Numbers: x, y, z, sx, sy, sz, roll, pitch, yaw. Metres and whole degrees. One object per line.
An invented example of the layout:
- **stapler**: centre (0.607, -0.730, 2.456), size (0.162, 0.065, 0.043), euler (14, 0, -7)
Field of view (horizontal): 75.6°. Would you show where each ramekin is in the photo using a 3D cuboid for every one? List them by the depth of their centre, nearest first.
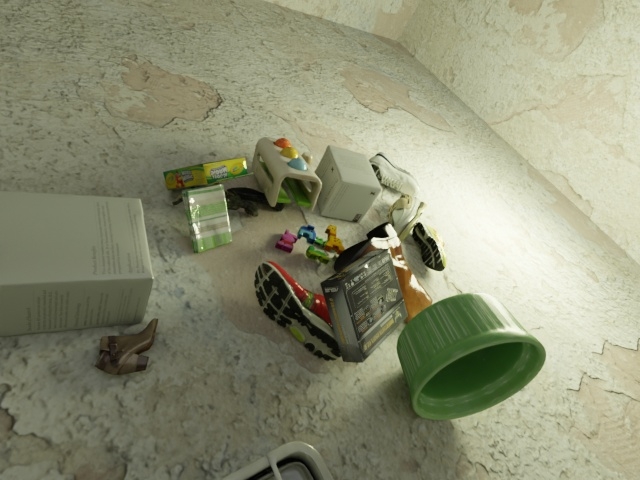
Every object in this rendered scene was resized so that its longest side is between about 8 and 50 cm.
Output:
- **ramekin**: centre (0.321, 0.258, 0.928), size (0.303, 0.303, 0.148), euler (10, 36, -25)

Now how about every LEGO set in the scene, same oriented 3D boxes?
- **LEGO set**: centre (0.000, 0.000, 1.145), size (0.227, 0.087, 0.093), euler (22, 40, -15)

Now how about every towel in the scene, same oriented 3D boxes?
- **towel**: centre (-0.268, -0.055, 0.996), size (0.023, 0.152, 0.113), euler (6, 19, 44)

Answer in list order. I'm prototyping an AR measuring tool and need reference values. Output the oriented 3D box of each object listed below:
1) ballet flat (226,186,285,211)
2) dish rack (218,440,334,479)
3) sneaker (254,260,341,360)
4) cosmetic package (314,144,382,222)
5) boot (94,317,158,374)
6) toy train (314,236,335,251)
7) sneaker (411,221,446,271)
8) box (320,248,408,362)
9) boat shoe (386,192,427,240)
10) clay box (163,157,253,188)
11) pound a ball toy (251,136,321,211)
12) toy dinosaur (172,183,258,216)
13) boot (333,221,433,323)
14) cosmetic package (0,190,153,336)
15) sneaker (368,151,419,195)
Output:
- **ballet flat**: centre (-0.185, -0.117, 1.186), size (0.173, 0.049, 0.057), euler (11, 29, -14)
- **dish rack**: centre (-0.090, 0.486, 0.585), size (0.332, 0.072, 0.286), euler (-9, 55, -39)
- **sneaker**: centre (-0.040, 0.154, 0.959), size (0.279, 0.107, 0.118), euler (47, 34, 2)
- **cosmetic package**: centre (0.078, -0.182, 1.335), size (0.151, 0.151, 0.184), euler (9, 43, -25)
- **boot**: centre (-0.352, 0.187, 0.751), size (0.086, 0.042, 0.118), euler (14, 42, -18)
- **toy train**: centre (0.019, 0.013, 1.199), size (0.083, 0.017, 0.024), euler (23, 50, -12)
- **sneaker**: centre (0.386, 0.020, 1.385), size (0.094, 0.081, 0.209), euler (14, 42, -24)
- **box**: centre (0.108, 0.138, 0.939), size (0.231, 0.056, 0.183), euler (-27, 104, -50)
- **boat shoe**: centre (0.277, -0.081, 1.404), size (0.103, 0.113, 0.302), euler (36, 28, 7)
- **clay box**: centre (-0.286, -0.172, 1.053), size (0.127, 0.222, 0.053), euler (-24, 108, -46)
- **pound a ball toy**: centre (-0.074, -0.217, 1.237), size (0.208, 0.136, 0.319), euler (5, 31, -25)
- **toy dinosaur**: centre (-0.281, -0.111, 1.073), size (0.268, 0.064, 0.118), euler (2, 23, -48)
- **boot**: centre (0.176, 0.120, 1.113), size (0.264, 0.096, 0.281), euler (-35, 99, -52)
- **cosmetic package**: centre (-0.512, 0.037, 0.716), size (0.384, 0.156, 0.217), euler (1, 48, -31)
- **sneaker**: centre (0.276, -0.240, 1.597), size (0.235, 0.090, 0.095), euler (40, 52, 15)
